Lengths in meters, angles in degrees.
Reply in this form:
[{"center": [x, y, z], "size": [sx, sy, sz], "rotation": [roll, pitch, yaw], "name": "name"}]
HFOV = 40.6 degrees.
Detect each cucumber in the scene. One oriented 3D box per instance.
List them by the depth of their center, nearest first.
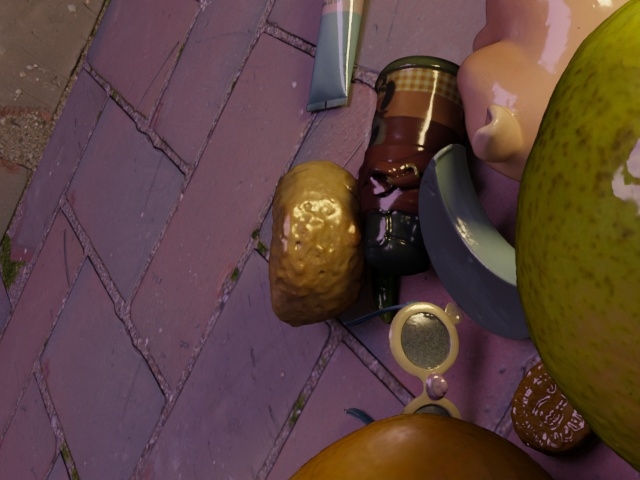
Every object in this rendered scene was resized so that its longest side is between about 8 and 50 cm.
[{"center": [0.088, 0.031, 1.168], "size": [0.039, 0.039, 0.168], "rotation": [-15, 63, 50], "name": "cucumber"}]

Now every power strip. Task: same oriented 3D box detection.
[{"center": [0.195, 0.024, 0.942], "size": [0.253, 0.054, 0.167], "rotation": [51, 151, 29], "name": "power strip"}]

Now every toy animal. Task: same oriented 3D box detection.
[{"center": [0.238, -0.192, 0.941], "size": [0.213, 0.195, 0.256], "rotation": [33, 103, 63], "name": "toy animal"}]

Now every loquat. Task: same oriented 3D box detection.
[{"center": [0.088, 0.321, 0.799], "size": [0.359, 0.328, 0.328], "rotation": [175, 113, -83], "name": "loquat"}]

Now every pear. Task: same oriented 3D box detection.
[{"center": [0.315, 0.005, 0.608], "size": [0.391, 0.391, 0.391], "rotation": [-29, 52, 44], "name": "pear"}]

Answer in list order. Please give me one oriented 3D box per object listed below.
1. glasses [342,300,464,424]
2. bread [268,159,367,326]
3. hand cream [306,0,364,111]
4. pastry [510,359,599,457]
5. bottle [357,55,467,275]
[{"center": [0.072, 0.168, 1.044], "size": [0.220, 0.088, 0.189], "rotation": [-5, 87, 55], "name": "glasses"}, {"center": [0.000, 0.000, 1.173], "size": [0.244, 0.134, 0.244], "rotation": [4, -90, -87], "name": "bread"}, {"center": [0.037, -0.367, 1.432], "size": [0.111, 0.070, 0.312], "rotation": [4, 85, 53], "name": "hand cream"}, {"center": [0.240, 0.170, 0.874], "size": [0.109, 0.057, 0.097], "rotation": [20, 85, 53], "name": "pastry"}, {"center": [0.117, -0.091, 1.085], "size": [0.143, 0.156, 0.271], "rotation": [-8, 62, 44], "name": "bottle"}]
